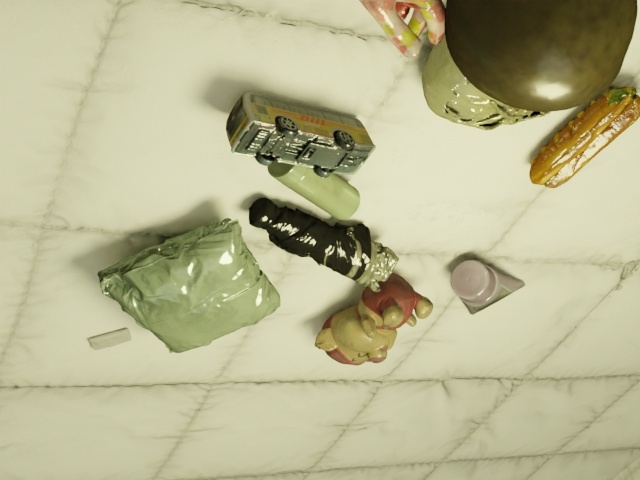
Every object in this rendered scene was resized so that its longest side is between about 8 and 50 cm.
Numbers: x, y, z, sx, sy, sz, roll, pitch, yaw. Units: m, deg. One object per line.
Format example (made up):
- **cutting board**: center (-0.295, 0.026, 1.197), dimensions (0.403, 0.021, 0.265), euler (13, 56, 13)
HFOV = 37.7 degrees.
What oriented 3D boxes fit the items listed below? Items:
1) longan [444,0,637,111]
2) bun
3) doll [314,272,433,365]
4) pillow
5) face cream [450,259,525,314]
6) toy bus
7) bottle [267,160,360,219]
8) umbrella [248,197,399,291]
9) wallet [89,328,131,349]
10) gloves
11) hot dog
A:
- **longan**: center (0.308, -0.348, 1.350), dimensions (0.288, 0.350, 0.288), euler (-5, 159, -2)
- **bun**: center (0.323, -0.286, 1.595), dimensions (0.287, 0.146, 0.287), euler (-15, 144, -12)
- **doll**: center (0.118, 0.191, 2.102), dimensions (0.196, 0.152, 0.256), euler (25, 129, -29)
- **pillow**: center (-0.234, 0.096, 1.817), dimensions (0.283, 0.138, 0.310), euler (-25, 141, 5)
- **face cream**: center (0.387, 0.116, 2.203), dimensions (0.154, 0.096, 0.274), euler (-34, 155, 13)
- **toy bus**: center (-0.034, -0.179, 1.592), dimensions (0.268, 0.106, 0.092), euler (8, 135, -36)
- **bottle**: center (-0.010, -0.107, 1.722), dimensions (0.072, 0.072, 0.201), euler (-36, 141, 19)
- **umbrella**: center (0.003, -0.006, 1.859), dimensions (0.357, 0.106, 0.113), euler (25, 115, -36)
- **wallet**: center (-0.439, 0.207, 1.965), dimensions (0.083, 0.011, 0.044), euler (-15, 144, -9)
- **gloves**: center (0.122, -0.375, 1.382), dimensions (0.126, 0.145, 0.241), euler (-39, 132, 25)
- **hot dog**: center (0.526, -0.204, 1.860), dimensions (0.115, 0.072, 0.269), euler (20, 126, -41)
